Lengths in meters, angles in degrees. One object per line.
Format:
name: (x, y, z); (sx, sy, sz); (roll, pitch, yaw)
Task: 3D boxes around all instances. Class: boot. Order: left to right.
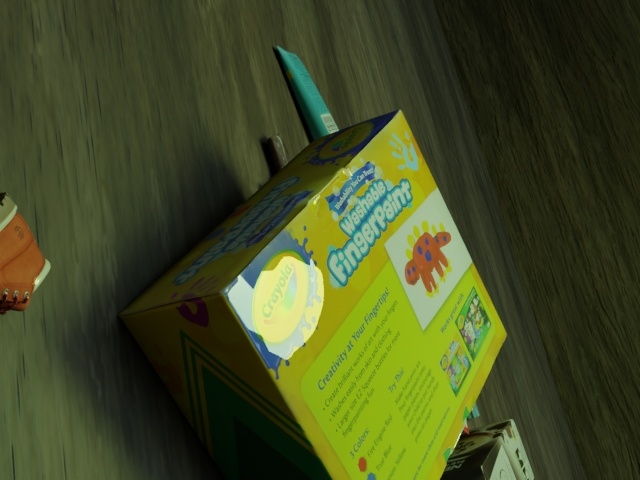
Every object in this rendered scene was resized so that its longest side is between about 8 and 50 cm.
boot: (-0.261, 0.034, 0.620); (0.158, 0.059, 0.085); (-77, 145, -57)
boot: (-0.067, -0.121, 1.255); (0.106, 0.037, 0.114); (40, 36, -74)

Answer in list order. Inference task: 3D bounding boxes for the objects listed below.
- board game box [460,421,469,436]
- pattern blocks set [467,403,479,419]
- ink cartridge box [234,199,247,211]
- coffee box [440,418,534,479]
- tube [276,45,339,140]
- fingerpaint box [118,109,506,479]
board game box: (0.199, 0.235, 1.402); (0.147, 0.045, 0.194); (43, 33, -48)
pattern blocks set: (0.269, 0.234, 1.744); (0.285, 0.026, 0.325); (30, 43, -58)
ink cartridge box: (-0.014, 0.045, 1.131); (0.232, 0.066, 0.189); (7, 66, -48)
coffee box: (0.238, 0.404, 1.318); (0.297, 0.168, 0.119); (-6, 75, -69)
tube: (-0.022, -0.269, 1.494); (0.207, 0.052, 0.080); (66, 16, 7)
fingerpaint box: (0.029, 0.105, 0.969); (0.371, 0.163, 0.445); (62, 39, -18)
